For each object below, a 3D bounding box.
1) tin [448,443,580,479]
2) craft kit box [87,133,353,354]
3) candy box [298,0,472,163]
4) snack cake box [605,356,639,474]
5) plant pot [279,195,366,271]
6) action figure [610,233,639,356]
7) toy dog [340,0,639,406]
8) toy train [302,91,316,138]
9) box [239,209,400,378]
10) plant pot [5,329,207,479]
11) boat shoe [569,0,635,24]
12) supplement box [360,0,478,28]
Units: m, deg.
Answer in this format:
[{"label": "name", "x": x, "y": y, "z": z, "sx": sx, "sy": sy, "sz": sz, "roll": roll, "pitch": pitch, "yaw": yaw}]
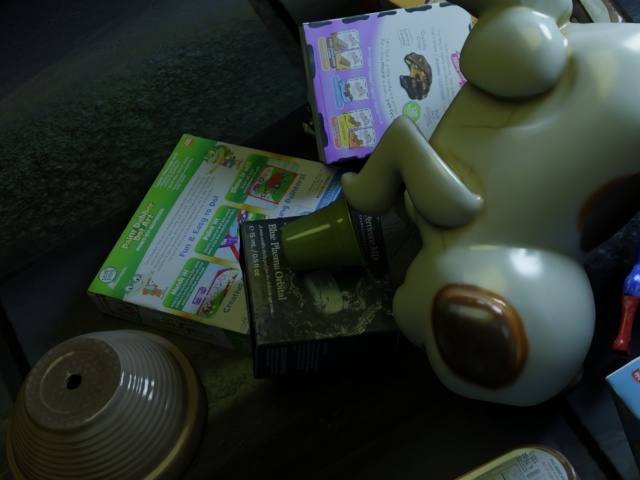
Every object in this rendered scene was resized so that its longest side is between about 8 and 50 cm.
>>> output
[{"label": "tin", "x": 0.174, "y": 0.275, "z": 1.795, "sx": 0.190, "sy": 0.040, "sz": 0.106, "roll": -28, "pitch": 45, "yaw": -1}, {"label": "craft kit box", "x": -0.113, "y": 0.002, "z": 2.101, "sx": 0.247, "sy": 0.061, "sz": 0.250, "roll": 16, "pitch": 61, "yaw": 27}, {"label": "candy box", "x": 0.085, "y": -0.186, "z": 2.067, "sx": 0.196, "sy": 0.164, "sz": 0.070, "roll": -9, "pitch": 6, "yaw": -5}, {"label": "snack cake box", "x": 0.358, "y": 0.219, "z": 1.616, "sx": 0.089, "sy": 0.264, "sz": 0.152, "roll": -31, "pitch": 49, "yaw": -3}, {"label": "plant pot", "x": 0.000, "y": 0.000, "z": 1.888, "sx": 0.079, "sy": 0.083, "sz": 0.083, "roll": -16, "pitch": 50, "yaw": 3}, {"label": "action figure", "x": 0.377, "y": -0.005, "z": 1.906, "sx": 0.091, "sy": 0.139, "sz": 0.280, "roll": 7, "pitch": 80, "yaw": 22}, {"label": "toy dog", "x": 0.222, "y": -0.030, "z": 1.825, "sx": 0.395, "sy": 0.284, "sz": 0.408, "roll": 19, "pitch": 89, "yaw": 23}, {"label": "toy train", "x": 0.066, "y": -0.175, "z": 2.152, "sx": 0.184, "sy": 0.080, "sz": 0.105, "roll": -40, "pitch": 57, "yaw": -11}, {"label": "box", "x": -0.004, "y": 0.057, "z": 1.948, "sx": 0.158, "sy": 0.093, "sz": 0.156, "roll": -6, "pitch": 62, "yaw": -6}, {"label": "plant pot", "x": -0.254, "y": 0.186, "z": 1.980, "sx": 0.237, "sy": 0.109, "sz": 0.237, "roll": -10, "pitch": 53, "yaw": 14}, {"label": "boat shoe", "x": 0.351, "y": -0.182, "z": 2.051, "sx": 0.095, "sy": 0.095, "sz": 0.257, "roll": -42, "pitch": 48, "yaw": 19}, {"label": "supplement box", "x": 0.145, "y": -0.282, "z": 2.201, "sx": 0.078, "sy": 0.080, "sz": 0.233, "roll": -43, "pitch": 50, "yaw": -12}]
